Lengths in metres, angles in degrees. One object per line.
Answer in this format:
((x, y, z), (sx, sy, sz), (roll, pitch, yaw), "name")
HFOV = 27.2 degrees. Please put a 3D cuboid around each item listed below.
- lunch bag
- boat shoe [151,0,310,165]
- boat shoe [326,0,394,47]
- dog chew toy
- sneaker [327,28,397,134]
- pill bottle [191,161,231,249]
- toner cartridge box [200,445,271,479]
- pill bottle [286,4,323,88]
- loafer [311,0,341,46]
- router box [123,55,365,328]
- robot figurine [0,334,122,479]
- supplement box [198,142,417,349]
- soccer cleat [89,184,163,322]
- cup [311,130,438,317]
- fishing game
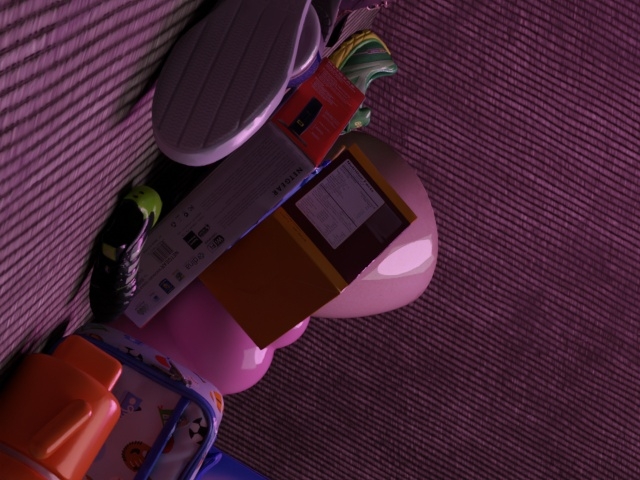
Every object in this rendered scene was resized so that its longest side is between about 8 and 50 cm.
((-0.260, 0.262, 1.599), (0.303, 0.243, 0.115), (-60, 179, 7), "lunch bag")
((-0.075, -0.197, 1.400), (0.119, 0.121, 0.335), (108, 8, -61), "boat shoe")
((0.071, -0.419, 2.100), (0.132, 0.130, 0.355), (-60, 178, -35), "boat shoe")
((-0.160, 0.137, 1.839), (0.332, 0.206, 0.206), (-31, -177, 8), "dog chew toy")
((0.017, -0.215, 2.191), (0.295, 0.123, 0.109), (-50, -177, -4), "sneaker")
((-0.159, -0.022, 2.009), (0.221, 0.124, 0.124), (-61, 179, 2), "pill bottle")
((-0.240, 0.353, 2.107), (0.075, 0.348, 0.165), (-59, 178, -26), "toner cartridge box")
((-0.052, -0.242, 1.610), (0.112, 0.112, 0.187), (-61, 178, 2), "pill bottle")
((-0.019, -0.307, 1.852), (0.251, 0.094, 0.087), (-60, 175, -20), "loafer")
((-0.109, -0.069, 1.727), (0.335, 0.082, 0.301), (-42, -173, 26), "router box")
((-0.302, 0.210, 1.430), (0.219, 0.158, 0.128), (-60, 140, -23), "robot figurine")
((-0.016, 0.008, 1.698), (0.194, 0.129, 0.191), (-42, -177, -43), "supplement box")
((-0.236, 0.018, 1.530), (0.178, 0.060, 0.072), (-68, 167, 19), "soccer cleat")
((0.000, 0.000, 2.260), (0.237, 0.331, 0.331), (-23, 152, -41), "cup")
((-0.073, -0.050, 1.901), (0.264, 0.041, 0.189), (-42, 177, -26), "fishing game")
